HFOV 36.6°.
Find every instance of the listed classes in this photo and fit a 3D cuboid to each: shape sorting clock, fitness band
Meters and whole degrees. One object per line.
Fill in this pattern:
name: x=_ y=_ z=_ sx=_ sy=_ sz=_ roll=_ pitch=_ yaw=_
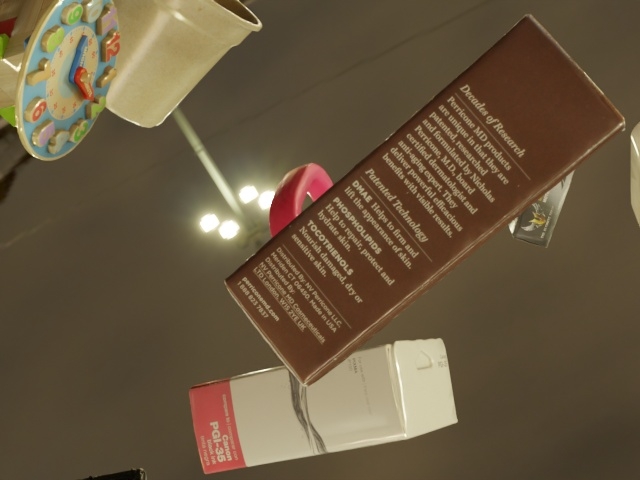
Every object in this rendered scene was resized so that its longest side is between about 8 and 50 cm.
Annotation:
shape sorting clock: x=-0.278 y=-0.187 z=1.087 sx=0.040 sy=0.206 sz=0.206 roll=17 pitch=-143 yaw=7
fitness band: x=0.000 y=0.000 z=1.447 sx=0.054 sy=0.209 sz=0.291 roll=-20 pitch=-160 yaw=17

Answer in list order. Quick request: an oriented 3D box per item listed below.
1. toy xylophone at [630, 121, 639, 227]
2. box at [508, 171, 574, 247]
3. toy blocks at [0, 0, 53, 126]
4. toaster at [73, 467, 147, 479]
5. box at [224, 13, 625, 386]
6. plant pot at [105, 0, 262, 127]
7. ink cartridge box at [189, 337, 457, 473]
toy xylophone: x=0.509 y=-0.038 z=1.379 sx=0.081 sy=0.322 sz=0.236 roll=-16 pitch=-113 yaw=10
box: x=0.349 y=-0.120 z=1.475 sx=0.183 sy=0.056 sz=0.231 roll=-63 pitch=170 yaw=-76
toy blocks: x=-0.512 y=-0.359 z=1.642 sx=0.381 sy=0.190 sz=0.260 roll=-10 pitch=-126 yaw=24
toaster: x=-0.330 y=0.438 z=1.425 sx=0.168 sy=0.110 sz=0.185 roll=-10 pitch=-155 yaw=-7
box: x=0.105 y=-0.035 z=0.955 sx=0.381 sy=0.143 sz=0.191 roll=-39 pitch=174 yaw=13
plant pot: x=-0.340 y=-0.411 z=1.969 sx=0.305 sy=0.334 sz=0.334 roll=-53 pitch=-162 yaw=14
ink cartridge box: x=0.009 y=0.211 z=1.245 sx=0.283 sy=0.117 sz=0.207 roll=-15 pitch=170 yaw=24
